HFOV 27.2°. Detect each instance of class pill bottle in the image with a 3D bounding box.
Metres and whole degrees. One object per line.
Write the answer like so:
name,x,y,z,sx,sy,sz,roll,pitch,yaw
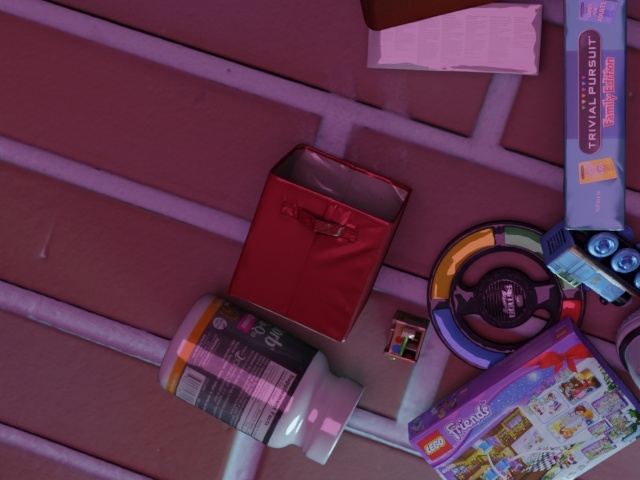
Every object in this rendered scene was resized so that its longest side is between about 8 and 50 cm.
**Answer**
pill bottle,-0.086,0.207,1.948,0.278,0.162,0.162,28,106,4

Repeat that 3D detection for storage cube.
storage cube,0.000,0.000,1.863,0.183,0.215,0.193,23,111,5

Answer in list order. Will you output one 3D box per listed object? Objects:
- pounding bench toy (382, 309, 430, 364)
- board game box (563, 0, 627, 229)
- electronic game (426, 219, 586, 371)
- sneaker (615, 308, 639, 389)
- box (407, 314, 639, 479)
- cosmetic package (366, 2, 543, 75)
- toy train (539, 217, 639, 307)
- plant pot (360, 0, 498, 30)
pounding bench toy,0.123,0.149,1.933,0.052,0.083,0.065,17,104,7
board game box,0.357,-0.202,1.724,0.079,0.254,0.336,0,102,12
electronic game,0.268,0.083,1.910,0.229,0.048,0.229,2,102,11
sneaker,0.583,0.147,1.764,0.365,0.210,0.137,-20,120,17
box,0.302,0.269,1.916,0.293,0.057,0.201,-36,108,16
cosmetic package,0.188,-0.285,1.839,0.239,0.060,0.099,5,103,11
toy train,0.394,0.029,1.830,0.184,0.080,0.105,33,123,-26
plant pot,0.143,-0.444,1.692,0.267,0.236,0.267,-12,87,11
